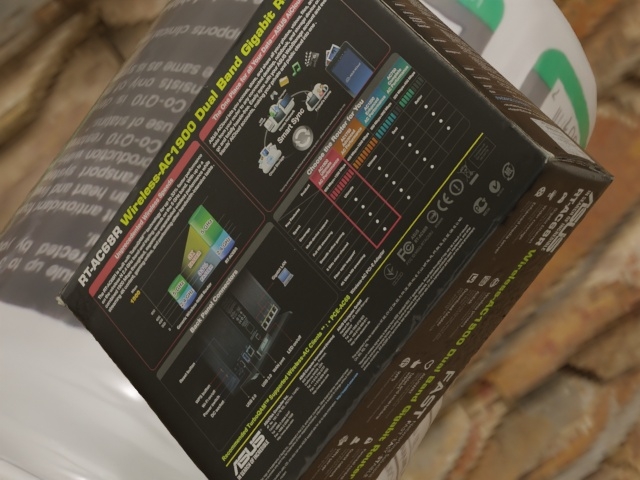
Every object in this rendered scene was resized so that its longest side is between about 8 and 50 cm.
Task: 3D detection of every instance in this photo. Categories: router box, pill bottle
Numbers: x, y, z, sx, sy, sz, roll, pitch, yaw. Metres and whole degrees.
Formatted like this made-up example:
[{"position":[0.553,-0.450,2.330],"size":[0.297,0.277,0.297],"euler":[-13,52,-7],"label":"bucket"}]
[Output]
[{"position":[0.000,0.000,0.448],"size":[0.092,0.038,0.122],"euler":[47,110,29],"label":"router box"},{"position":[-0.042,0.034,0.778],"size":[0.204,0.204,0.361],"euler":[11,58,40],"label":"pill bottle"}]
